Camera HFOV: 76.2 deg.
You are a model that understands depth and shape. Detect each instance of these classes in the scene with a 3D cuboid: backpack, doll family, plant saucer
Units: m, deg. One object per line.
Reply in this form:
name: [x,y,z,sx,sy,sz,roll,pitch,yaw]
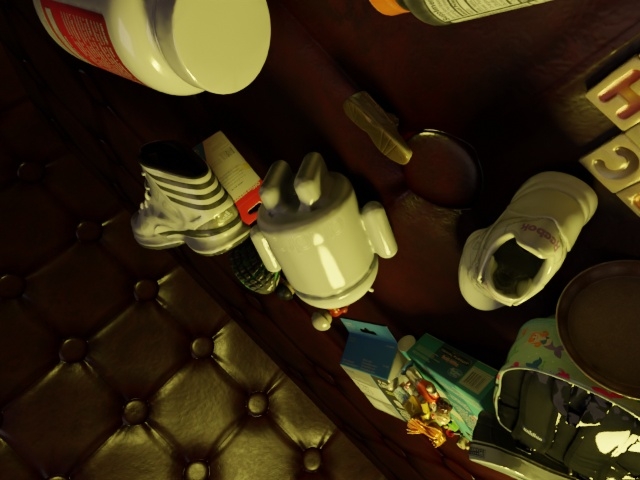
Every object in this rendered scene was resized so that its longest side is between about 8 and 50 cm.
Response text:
backpack: [0.387,0.224,0.607,0.225,0.191,0.253,20,152,37]
doll family: [0.245,0.421,1.003,0.163,0.118,0.263,45,169,33]
plant saucer: [0.381,0.107,0.496,0.168,0.168,0.029,28,170,32]

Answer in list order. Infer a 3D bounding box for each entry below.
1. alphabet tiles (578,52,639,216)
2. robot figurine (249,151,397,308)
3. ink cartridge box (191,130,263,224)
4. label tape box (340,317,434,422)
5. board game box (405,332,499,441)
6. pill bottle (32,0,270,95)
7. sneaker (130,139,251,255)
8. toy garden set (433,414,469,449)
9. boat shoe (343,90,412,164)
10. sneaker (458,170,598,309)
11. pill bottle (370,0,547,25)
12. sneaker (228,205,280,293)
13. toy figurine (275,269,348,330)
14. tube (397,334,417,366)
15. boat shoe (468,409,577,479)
alphabet tiles: [0.411,-0.093,0.321,0.285,0.011,0.342,44,154,2]
robot figurine: [0.000,0.000,0.842,0.300,0.200,0.353,-7,129,24]
ink cartridge box: [-0.241,-0.148,1.058,0.231,0.134,0.078,51,153,-11]
label tape box: [0.185,0.408,1.270,0.334,0.106,0.240,54,152,-17]
board game box: [0.374,0.394,0.944,0.336,0.079,0.254,54,167,-19]
pill bottle: [-0.284,-0.379,0.682,0.407,0.229,0.229,29,150,31]
sneaker: [-0.365,-0.118,0.992,0.447,0.169,0.257,5,124,41]
toy garden set: [0.421,0.592,1.252,0.204,0.049,0.244,50,154,-10]
boat shoe: [0.096,-0.176,0.624,0.135,0.045,0.050,47,164,2]
sneaker: [0.252,0.037,0.583,0.114,0.152,0.305,34,153,19]
pill bottle: [0.147,-0.259,0.334,0.245,0.130,0.130,15,141,46]
sneaker: [-0.170,0.019,1.136,0.146,0.134,0.343,56,-173,-43]
toy figurine: [-0.012,0.120,1.095,0.213,0.148,0.209,40,154,12]
tube: [0.282,0.338,1.102,0.207,0.052,0.080,50,164,-24]
boat shoe: [0.413,0.404,0.765,0.306,0.105,0.113,25,155,-8]
